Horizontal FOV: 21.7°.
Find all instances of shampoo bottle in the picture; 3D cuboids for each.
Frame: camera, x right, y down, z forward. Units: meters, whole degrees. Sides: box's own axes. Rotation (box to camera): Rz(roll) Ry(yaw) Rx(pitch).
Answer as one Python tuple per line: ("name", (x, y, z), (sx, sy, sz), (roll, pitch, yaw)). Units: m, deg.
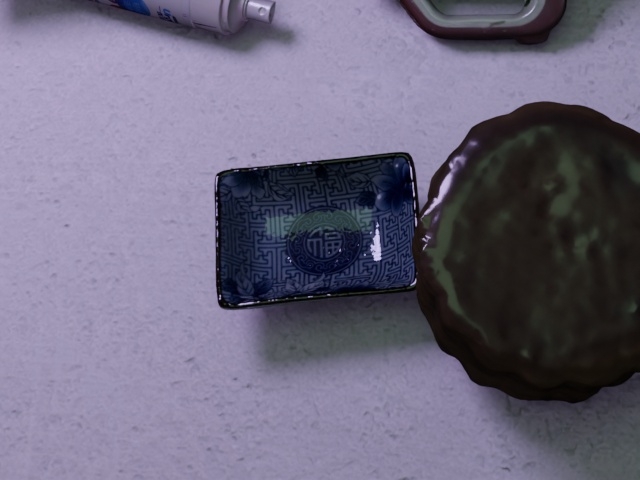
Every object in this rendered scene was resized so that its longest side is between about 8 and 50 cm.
("shampoo bottle", (-0.198, -0.330, 2.163), (0.303, 0.092, 0.092), (17, 71, 17))

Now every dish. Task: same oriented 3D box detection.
("dish", (0.000, 0.000, 1.979), (0.243, 0.080, 0.181), (-5, 67, 6))

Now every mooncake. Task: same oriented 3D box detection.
("mooncake", (0.256, 0.019, 1.837), (0.324, 0.187, 0.324), (0, 75, -1))

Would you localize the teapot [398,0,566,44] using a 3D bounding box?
("teapot", (0.193, -0.403, 2.063), (0.312, 0.233, 0.314), (12, 99, 11))
